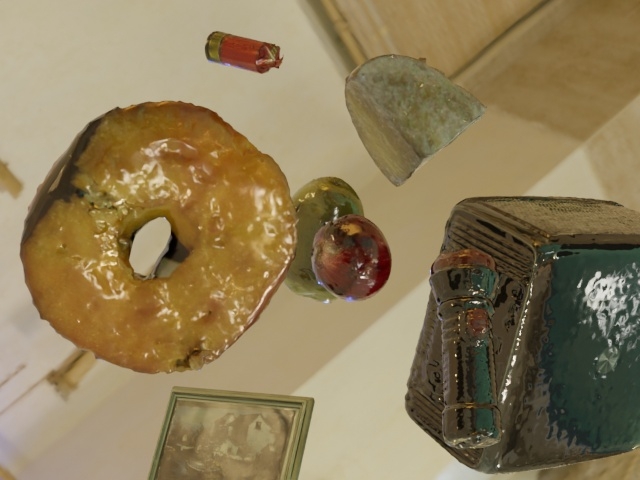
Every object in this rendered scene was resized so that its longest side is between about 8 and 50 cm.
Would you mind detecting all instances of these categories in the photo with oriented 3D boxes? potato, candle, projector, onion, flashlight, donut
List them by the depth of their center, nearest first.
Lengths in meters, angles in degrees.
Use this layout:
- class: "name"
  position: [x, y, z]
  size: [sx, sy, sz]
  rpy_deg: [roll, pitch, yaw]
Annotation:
- class: "donut"
  position: [-0.147, -0.003, 0.890]
  size: [0.253, 0.253, 0.118]
  rpy_deg: [52, -174, -13]
- class: "flashlight"
  position: [0.177, 0.130, 1.154]
  size: [0.093, 0.093, 0.232]
  rpy_deg: [69, -161, -63]
- class: "onion"
  position: [0.046, 0.024, 1.430]
  size: [0.131, 0.131, 0.131]
  rpy_deg: [48, 170, 11]
- class: "candle"
  position: [-0.113, -0.287, 1.483]
  size: [0.130, 0.052, 0.052]
  rpy_deg: [16, 154, 27]
- class: "projector"
  position: [0.367, 0.139, 1.539]
  size: [0.242, 0.405, 0.395]
  rpy_deg: [35, 119, 51]
- class: "potato"
  position: [0.000, 0.000, 1.815]
  size: [0.143, 0.169, 0.248]
  rpy_deg: [-125, 42, -57]
- class: "potato"
  position: [0.178, -0.282, 2.055]
  size: [0.264, 0.211, 0.189]
  rpy_deg: [47, 162, -7]

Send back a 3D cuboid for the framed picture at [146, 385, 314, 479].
- class: "framed picture"
  position: [-0.158, 0.349, 1.537]
  size: [0.296, 0.232, 0.019]
  rpy_deg: [-2, 155, 32]
